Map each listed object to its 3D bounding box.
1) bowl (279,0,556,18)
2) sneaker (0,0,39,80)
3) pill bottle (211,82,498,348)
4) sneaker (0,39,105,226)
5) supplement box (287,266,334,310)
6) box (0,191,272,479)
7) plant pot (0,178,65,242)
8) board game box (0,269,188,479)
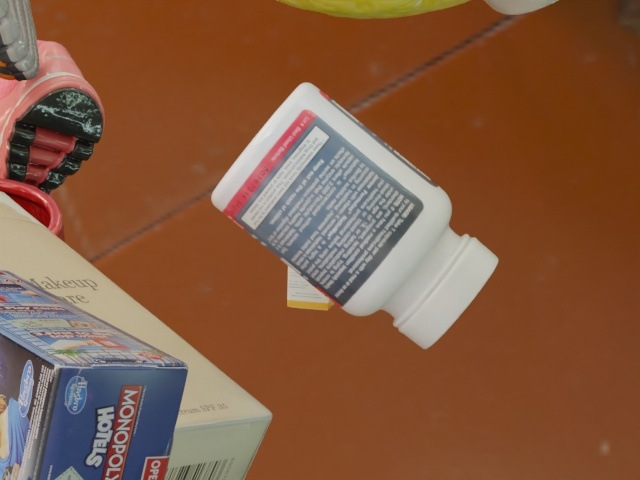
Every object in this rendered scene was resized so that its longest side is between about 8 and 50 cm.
[{"bbox_3d":[0.076,-0.202,0.955,0.156,0.289,0.289,43,64,-25],"label":"bowl"},{"bbox_3d":[-0.377,-0.225,1.815,0.321,0.180,0.125,63,13,-66],"label":"sneaker"},{"bbox_3d":[0.026,-0.012,1.338,0.180,0.108,0.108,39,63,-1],"label":"pill bottle"},{"bbox_3d":[-0.327,-0.074,2.041,0.116,0.314,0.136,18,33,-35],"label":"sneaker"},{"bbox_3d":[0.000,0.000,1.550,0.062,0.036,0.098,-33,126,-70],"label":"supplement box"},{"bbox_3d":[-0.201,0.092,1.393,0.148,0.311,0.121,-4,124,-53],"label":"box"},{"bbox_3d":[-0.338,0.054,1.908,0.191,0.191,0.174,-23,125,-37],"label":"plant pot"},{"bbox_3d":[-0.140,0.097,0.863,0.060,0.194,0.194,3,113,-30],"label":"board game box"}]
